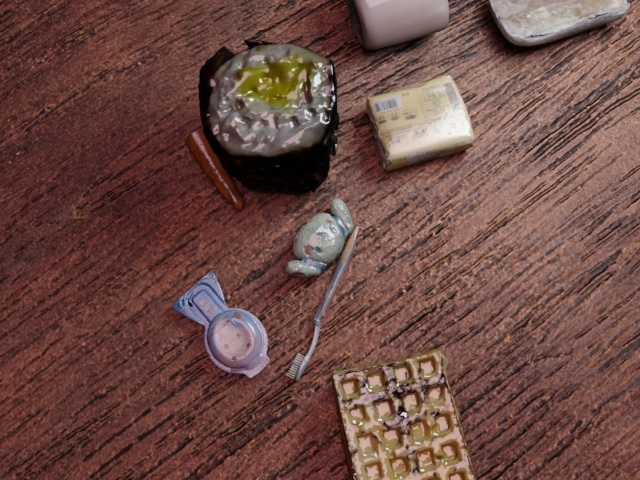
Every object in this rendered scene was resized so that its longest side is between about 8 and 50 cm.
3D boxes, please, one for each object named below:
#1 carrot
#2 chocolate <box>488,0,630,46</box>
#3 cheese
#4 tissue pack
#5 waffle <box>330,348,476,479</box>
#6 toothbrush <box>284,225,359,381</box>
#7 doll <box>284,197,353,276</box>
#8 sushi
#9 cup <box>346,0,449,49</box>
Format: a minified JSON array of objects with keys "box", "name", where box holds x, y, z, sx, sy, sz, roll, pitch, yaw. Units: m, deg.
[{"box":[-0.239,-0.158,1.516,0.061,0.061,0.210,-31,81,-5],"name":"carrot"},{"box":[0.560,-0.552,1.557,0.303,0.100,0.185,-16,67,-4],"name":"chocolate"},{"box":[-0.210,0.194,1.436,0.135,0.052,0.245,-41,79,-7],"name":"cheese"},{"box":[0.231,-0.273,1.509,0.222,0.090,0.186,-16,75,-3],"name":"tissue pack"},{"box":[0.180,0.430,1.339,0.260,0.114,0.377,-12,77,0],"name":"waffle"},{"box":[0.013,0.137,1.455,0.037,0.028,0.376,22,79,14],"name":"toothbrush"},{"box":[0.000,0.000,1.465,0.103,0.071,0.214,39,72,-3],"name":"doll"},{"box":[-0.106,-0.262,1.413,0.299,0.294,0.282,18,82,7],"name":"sushi"},{"box":[0.165,-0.579,1.546,0.200,0.192,0.253,-19,48,1],"name":"cup"}]
